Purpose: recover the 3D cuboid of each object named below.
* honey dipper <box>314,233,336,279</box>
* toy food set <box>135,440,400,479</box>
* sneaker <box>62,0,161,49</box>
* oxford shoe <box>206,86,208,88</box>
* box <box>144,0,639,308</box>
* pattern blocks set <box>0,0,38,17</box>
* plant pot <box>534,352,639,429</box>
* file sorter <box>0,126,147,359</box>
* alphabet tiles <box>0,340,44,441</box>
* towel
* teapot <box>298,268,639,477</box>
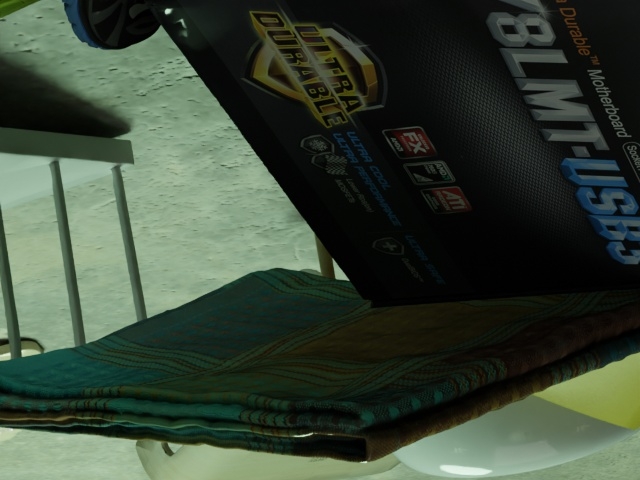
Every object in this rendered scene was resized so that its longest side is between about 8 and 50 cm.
[{"bbox_3d":[0.000,0.000,1.364,0.030,0.160,0.030,-8,164,-2],"label":"honey dipper"},{"bbox_3d":[-0.009,0.171,1.965,0.306,0.092,0.220,-5,161,-23],"label":"toy food set"},{"bbox_3d":[-0.099,-0.156,1.058,0.078,0.067,0.188,2,157,0],"label":"sneaker"},{"bbox_3d":[0.088,-0.127,1.085,0.146,0.140,0.397,20,147,-35],"label":"oxford shoe"},{"bbox_3d":[0.107,-0.077,0.989,0.293,0.073,0.295,-4,145,24],"label":"box"},{"bbox_3d":[-0.272,-0.084,1.055,0.285,0.026,0.325,-22,-175,5],"label":"pattern blocks set"},{"bbox_3d":[0.154,-0.015,1.326,0.187,0.212,0.212,10,159,-3],"label":"plant pot"},{"bbox_3d":[-0.267,0.032,1.296,0.193,0.173,0.278,-16,171,32],"label":"file sorter"},{"bbox_3d":[-0.380,0.150,1.858,0.278,0.021,0.284,-14,157,2],"label":"alphabet tiles"},{"bbox_3d":[-0.004,0.062,1.145,0.271,0.040,0.370,-18,-169,-39],"label":"towel"},{"bbox_3d":[0.149,0.061,1.557,0.256,0.187,0.252,-22,-165,-39],"label":"teapot"}]
